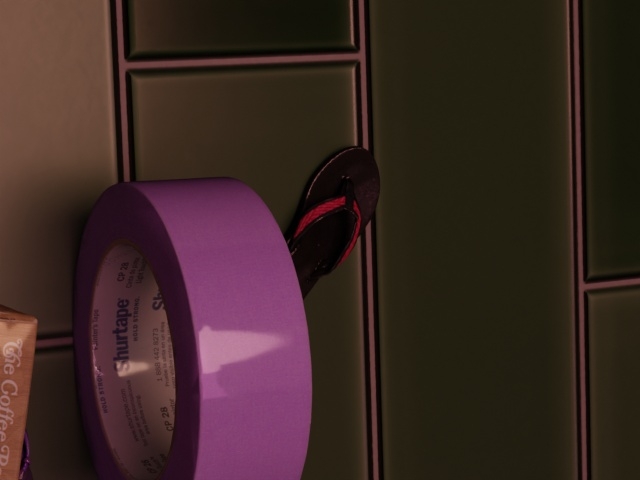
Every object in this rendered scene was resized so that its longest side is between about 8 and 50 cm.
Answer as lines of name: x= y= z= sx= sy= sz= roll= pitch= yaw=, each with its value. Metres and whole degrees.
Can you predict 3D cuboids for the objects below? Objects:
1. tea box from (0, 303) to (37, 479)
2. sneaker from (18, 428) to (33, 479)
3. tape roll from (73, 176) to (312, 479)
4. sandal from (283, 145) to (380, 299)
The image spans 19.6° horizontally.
tea box: x=-0.399 y=0.125 z=1.237 sx=0.323 sy=0.329 sz=0.220 roll=7 pitch=91 yaw=-28
sneaker: x=-0.254 y=0.189 z=1.458 sx=0.068 sy=0.071 sz=0.170 roll=-18 pitch=103 yaw=-24
tape roll: x=-0.104 y=0.090 z=1.409 sx=0.090 sy=0.275 sz=0.275 roll=-5 pitch=97 yaw=-26
sandal: x=0.000 y=0.000 z=1.583 sx=0.067 sy=0.040 sz=0.179 roll=39 pitch=78 yaw=-24
